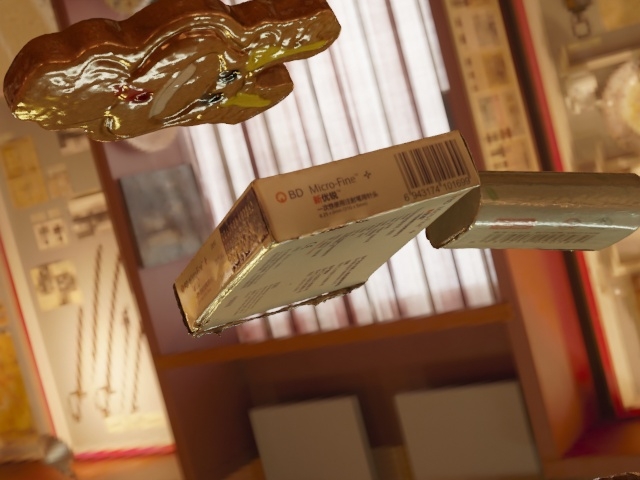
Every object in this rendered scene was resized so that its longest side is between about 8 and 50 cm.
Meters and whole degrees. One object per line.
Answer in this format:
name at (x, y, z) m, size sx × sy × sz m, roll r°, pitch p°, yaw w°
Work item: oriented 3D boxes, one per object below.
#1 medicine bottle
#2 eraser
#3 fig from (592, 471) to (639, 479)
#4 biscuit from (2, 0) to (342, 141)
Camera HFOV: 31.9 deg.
medicine bottle at (0.000, 0.000, 0.797) m, size 0.171 × 0.052 × 0.201 m, roll -17°, pitch 166°, yaw -26°
eraser at (0.266, -0.035, 1.406) m, size 0.227 × 0.081 × 0.174 m, roll 0°, pitch 167°, yaw -16°
fig at (0.462, 0.466, 1.682) m, size 0.160 × 0.231 × 0.143 m, roll 3°, pitch 166°, yaw -37°
biscuit at (-0.117, -0.137, 0.924) m, size 0.295 × 0.044 × 0.186 m, roll -14°, pitch 158°, yaw -37°
